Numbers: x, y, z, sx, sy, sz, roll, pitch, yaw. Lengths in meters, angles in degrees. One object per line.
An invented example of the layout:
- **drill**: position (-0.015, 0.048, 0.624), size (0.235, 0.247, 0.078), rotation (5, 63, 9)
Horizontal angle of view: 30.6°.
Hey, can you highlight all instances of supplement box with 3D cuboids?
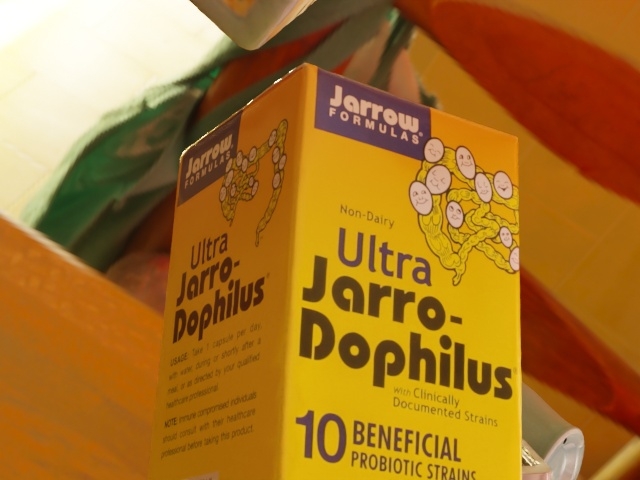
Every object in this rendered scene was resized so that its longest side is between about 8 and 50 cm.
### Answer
- **supplement box**: position (0.010, 0.092, 0.829), size (0.194, 0.195, 0.357), rotation (15, 66, -30)

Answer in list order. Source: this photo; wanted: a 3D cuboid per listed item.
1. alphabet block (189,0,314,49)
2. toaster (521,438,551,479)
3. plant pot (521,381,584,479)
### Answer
- **alphabet block**: position (-0.039, -0.302, 0.932), size (0.193, 0.192, 0.197), rotation (43, 36, -4)
- **toaster**: position (0.167, 0.297, 1.338), size (0.168, 0.110, 0.186), rotation (-1, 7, -5)
- **plant pot**: position (0.290, 0.347, 1.968), size (0.255, 0.272, 0.271), rotation (22, 27, 35)
